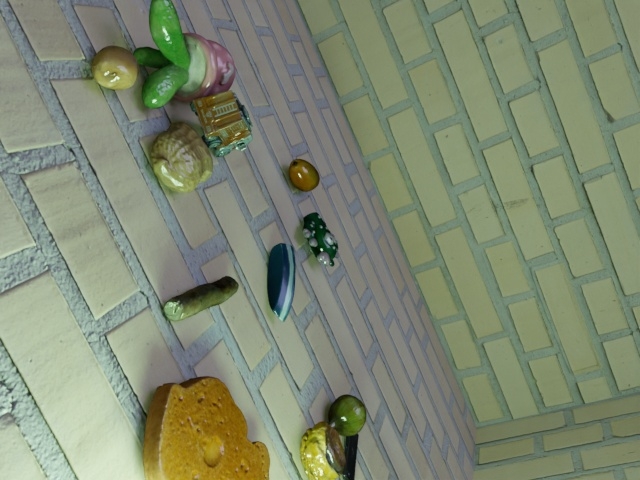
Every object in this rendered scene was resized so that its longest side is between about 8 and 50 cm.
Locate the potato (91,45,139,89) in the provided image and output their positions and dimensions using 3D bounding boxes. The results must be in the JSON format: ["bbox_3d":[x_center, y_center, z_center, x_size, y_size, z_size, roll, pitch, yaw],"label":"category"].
[{"bbox_3d":[-0.552,-0.466,1.549,0.178,0.118,0.110,-100,-165,-58],"label":"potato"}]

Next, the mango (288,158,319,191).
[{"bbox_3d":[-0.065,-0.278,2.521,0.139,0.113,0.253,70,14,13],"label":"mango"}]

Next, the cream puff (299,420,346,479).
[{"bbox_3d":[0.001,0.675,1.802,0.189,0.129,0.189,59,15,-26],"label":"cream puff"}]

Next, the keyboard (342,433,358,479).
[{"bbox_3d":[0.106,0.777,2.094,0.094,0.025,0.230,59,24,-28],"label":"keyboard"}]

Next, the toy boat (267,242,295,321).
[{"bbox_3d":[-0.140,0.143,1.997,0.061,0.096,0.300,34,42,-39],"label":"toy boat"}]

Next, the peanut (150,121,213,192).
[{"bbox_3d":[-0.409,-0.242,1.684,0.197,0.110,0.233,62,21,-18],"label":"peanut"}]

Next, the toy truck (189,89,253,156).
[{"bbox_3d":[-0.309,-0.383,1.879,0.305,0.162,0.137,66,4,-86],"label":"toy truck"}]

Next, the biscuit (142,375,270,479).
[{"bbox_3d":[-0.267,0.532,1.375,0.456,0.078,0.350,62,20,-18],"label":"biscuit"}]

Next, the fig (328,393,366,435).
[{"bbox_3d":[0.062,0.650,2.024,0.245,0.149,0.149,-24,93,-49],"label":"fig"}]

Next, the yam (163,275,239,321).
[{"bbox_3d":[-0.321,0.157,1.590,0.317,0.067,0.071,-24,120,-69],"label":"yam"}]

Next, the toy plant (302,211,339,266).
[{"bbox_3d":[0.002,0.001,2.426,0.243,0.112,0.233,57,22,-13],"label":"toy plant"}]

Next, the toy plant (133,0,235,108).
[{"bbox_3d":[-0.421,-0.564,1.772,0.356,0.210,0.317,-14,120,-59],"label":"toy plant"}]
